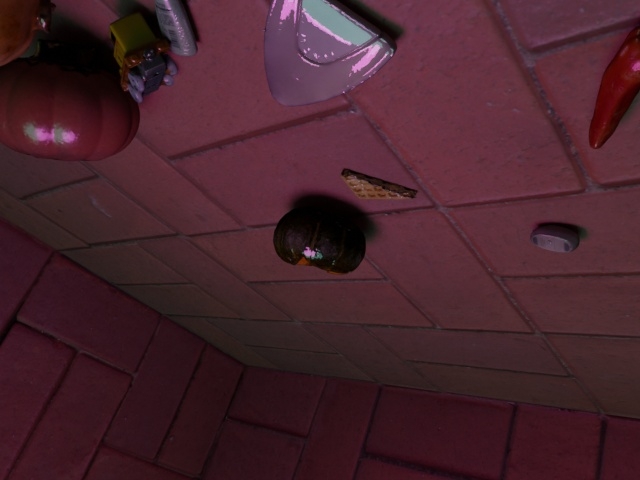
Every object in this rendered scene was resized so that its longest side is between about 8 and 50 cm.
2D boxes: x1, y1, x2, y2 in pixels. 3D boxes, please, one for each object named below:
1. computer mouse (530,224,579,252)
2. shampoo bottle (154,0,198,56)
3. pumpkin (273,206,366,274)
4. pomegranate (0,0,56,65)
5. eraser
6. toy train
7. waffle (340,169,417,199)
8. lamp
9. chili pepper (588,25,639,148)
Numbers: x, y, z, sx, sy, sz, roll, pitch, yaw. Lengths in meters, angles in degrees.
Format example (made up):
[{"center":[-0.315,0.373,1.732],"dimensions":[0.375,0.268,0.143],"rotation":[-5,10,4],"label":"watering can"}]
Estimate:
[{"center":[0.493,-0.008,1.185],"dimensions":[0.096,0.039,0.066],"rotation":[14,154,32],"label":"computer mouse"},{"center":[-0.262,-0.406,0.977],"dimensions":[0.069,0.041,0.190],"rotation":[28,156,15],"label":"shampoo bottle"},{"center":[0.000,-0.003,1.423],"dimensions":[0.238,0.159,0.238],"rotation":[10,173,1],"label":"pumpkin"},{"center":[-0.565,-0.425,0.861],"dimensions":[0.332,0.332,0.332],"rotation":[17,154,9],"label":"pomegranate"},{"center":[-0.017,-0.313,0.952],"dimensions":[0.204,0.059,0.243],"rotation":[29,150,-16],"label":"eraser"},{"center":[-0.346,-0.347,1.082],"dimensions":[0.127,0.089,0.219],"rotation":[60,161,-9],"label":"toy train"},{"center":[0.128,-0.124,1.250],"dimensions":[0.153,0.023,0.097],"rotation":[4,150,35],"label":"waffle"},{"center":[-0.535,-0.292,1.176],"dimensions":[0.305,0.239,0.305],"rotation":[8,-162,-3],"label":"lamp"},{"center":[0.425,-0.222,0.782],"dimensions":[0.063,0.071,0.272],"rotation":[20,157,12],"label":"chili pepper"}]
